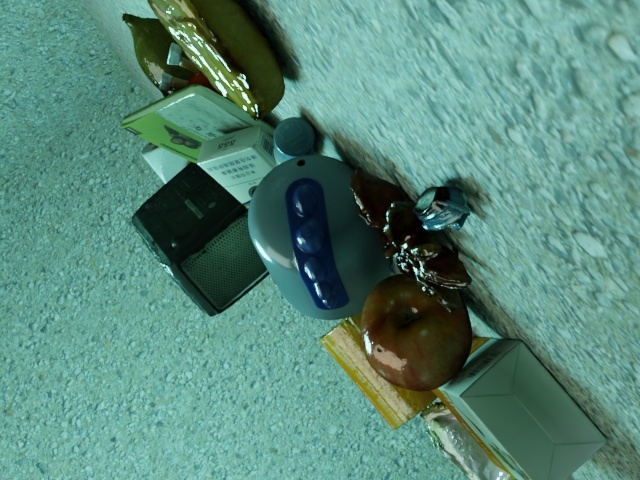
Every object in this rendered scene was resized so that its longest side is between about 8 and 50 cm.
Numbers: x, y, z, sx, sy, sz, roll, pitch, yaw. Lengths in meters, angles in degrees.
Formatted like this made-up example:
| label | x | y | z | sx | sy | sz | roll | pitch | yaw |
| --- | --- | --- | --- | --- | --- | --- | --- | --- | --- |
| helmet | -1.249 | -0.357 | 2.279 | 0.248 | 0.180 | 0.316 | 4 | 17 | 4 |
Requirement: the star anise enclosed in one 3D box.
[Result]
| label | x | y | z | sx | sy | sz | roll | pitch | yaw |
| --- | --- | --- | --- | --- | --- | --- | --- | --- | --- |
| star anise | 0.139 | 0.001 | 1.327 | 0.288 | 0.088 | 0.288 | 47 | 171 | 10 |

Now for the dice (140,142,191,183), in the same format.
| label | x | y | z | sx | sy | sz | roll | pitch | yaw |
| --- | --- | --- | --- | --- | --- | --- | --- | --- | --- |
| dice | -0.397 | -0.260 | 2.711 | 0.243 | 0.259 | 0.251 | 54 | 173 | -21 |

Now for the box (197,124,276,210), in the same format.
| label | x | y | z | sx | sy | sz | roll | pitch | yaw |
| --- | --- | --- | --- | --- | --- | --- | --- | --- | --- |
| box | -0.132 | -0.141 | 1.896 | 0.168 | 0.071 | 0.259 | -13 | 141 | 32 |

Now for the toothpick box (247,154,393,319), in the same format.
| label | x | y | z | sx | sy | sz | roll | pitch | yaw |
| --- | --- | --- | --- | --- | --- | --- | --- | --- | --- |
| toothpick box | 0.000 | 0.000 | 1.551 | 0.263 | 0.263 | 0.354 | 47 | 172 | 23 |

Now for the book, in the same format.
| label | x | y | z | sx | sy | sz | roll | pitch | yaw |
| --- | --- | --- | --- | --- | --- | --- | --- | --- | --- |
| book | -0.272 | -0.250 | 1.918 | 0.239 | 0.035 | 0.352 | 26 | 158 | -34 |

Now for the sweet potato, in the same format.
| label | x | y | z | sx | sy | sz | roll | pitch | yaw |
| --- | --- | --- | --- | --- | --- | --- | --- | --- | --- |
| sweet potato | -0.326 | -0.392 | 1.993 | 0.369 | 0.158 | 0.158 | 59 | 171 | -17 |

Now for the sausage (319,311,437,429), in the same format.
| label | x | y | z | sx | sy | sz | roll | pitch | yaw |
| --- | --- | --- | --- | --- | --- | --- | --- | --- | --- |
| sausage | 0.176 | 0.274 | 2.044 | 0.287 | 0.233 | 0.233 | 51 | 174 | 2 |

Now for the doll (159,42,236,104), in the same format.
| label | x | y | z | sx | sy | sz | roll | pitch | yaw |
| --- | --- | --- | --- | --- | --- | --- | --- | --- | --- |
| doll | -0.247 | -0.337 | 1.873 | 0.217 | 0.085 | 0.183 | 30 | 145 | -6 |

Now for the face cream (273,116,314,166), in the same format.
| label | x | y | z | sx | sy | sz | roll | pitch | yaw |
| --- | --- | --- | --- | --- | --- | --- | --- | --- | --- |
| face cream | -0.052 | -0.173 | 1.640 | 0.077 | 0.077 | 0.250 | 49 | 174 | 3 |

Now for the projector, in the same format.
| label | x | y | z | sx | sy | sz | roll | pitch | yaw |
| --- | --- | --- | --- | --- | --- | --- | --- | --- | --- |
| projector | -0.254 | -0.058 | 2.214 | 0.242 | 0.405 | 0.395 | 54 | 172 | -34 |

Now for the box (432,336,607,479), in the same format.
| label | x | y | z | sx | sy | sz | roll | pitch | yaw |
| --- | --- | --- | --- | --- | --- | --- | --- | --- | --- |
| box | 0.331 | 0.300 | 1.516 | 0.225 | 0.143 | 0.341 | 50 | 175 | 2 |

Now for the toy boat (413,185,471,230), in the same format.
| label | x | y | z | sx | sy | sz | roll | pitch | yaw |
| --- | --- | --- | --- | --- | --- | --- | --- | --- | --- |
| toy boat | 0.161 | -0.039 | 1.087 | 0.061 | 0.060 | 0.137 | 25 | 174 | -3 |

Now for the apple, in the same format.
| label | x | y | z | sx | sy | sz | roll | pitch | yaw |
| --- | --- | --- | --- | --- | --- | --- | --- | --- | --- |
| apple | 0.167 | 0.155 | 1.485 | 0.209 | 0.209 | 0.164 | 45 | 176 | 37 |

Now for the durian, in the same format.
| label | x | y | z | sx | sy | sz | roll | pitch | yaw |
| --- | --- | --- | --- | --- | --- | --- | --- | --- | --- |
| durian | 0.399 | 0.456 | 1.969 | 0.305 | 0.186 | 0.195 | 54 | 150 | 25 |

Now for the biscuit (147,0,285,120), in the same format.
| label | x | y | z | sx | sy | sz | roll | pitch | yaw |
| --- | --- | --- | --- | --- | --- | --- | --- | --- | --- |
| biscuit | -0.166 | -0.335 | 1.386 | 0.296 | 0.102 | 0.296 | 45 | 171 | 9 |
